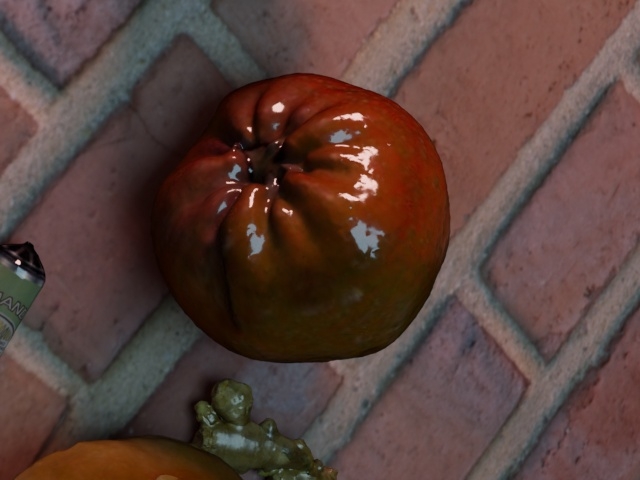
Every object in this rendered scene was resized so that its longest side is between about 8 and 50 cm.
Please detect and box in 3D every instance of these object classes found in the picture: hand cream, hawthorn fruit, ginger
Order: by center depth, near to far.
[{"bbox_3d":[-0.319,0.103,1.476,0.086,0.055,0.235,35,86,-30],"label":"hand cream"},{"bbox_3d":[0.000,0.000,1.554,0.277,0.277,0.298,-56,148,-13],"label":"hawthorn fruit"},{"bbox_3d":[-0.055,0.231,1.676,0.176,0.052,0.193,4,104,-34],"label":"ginger"}]

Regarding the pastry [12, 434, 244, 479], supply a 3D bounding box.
[{"bbox_3d":[-0.174,0.376,1.500,0.409,0.245,0.410,-6,102,-30],"label":"pastry"}]
